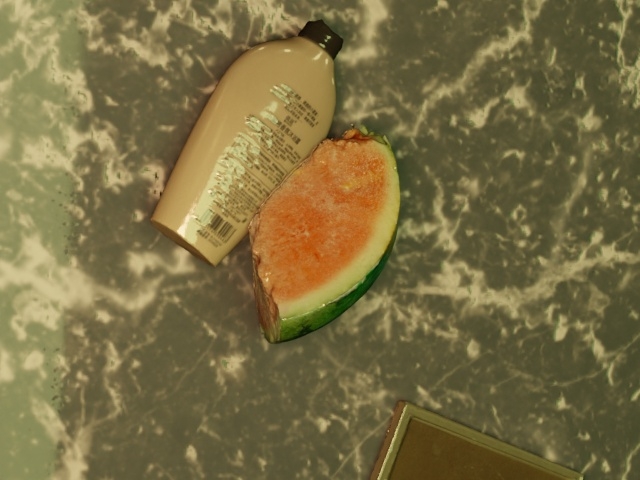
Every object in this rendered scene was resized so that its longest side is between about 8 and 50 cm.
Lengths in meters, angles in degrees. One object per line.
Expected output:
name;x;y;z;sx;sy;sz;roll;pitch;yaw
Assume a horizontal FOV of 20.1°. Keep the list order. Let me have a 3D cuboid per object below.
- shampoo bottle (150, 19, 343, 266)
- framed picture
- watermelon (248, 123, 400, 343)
shampoo bottle;-0.061;-0.102;1.729;0.127;0.078;0.257;40;79;-28
framed picture;0.124;0.363;1.892;0.247;0.022;0.335;24;84;-26
watermelon;0.014;0.017;1.748;0.231;0.128;0.146;-46;157;-24
